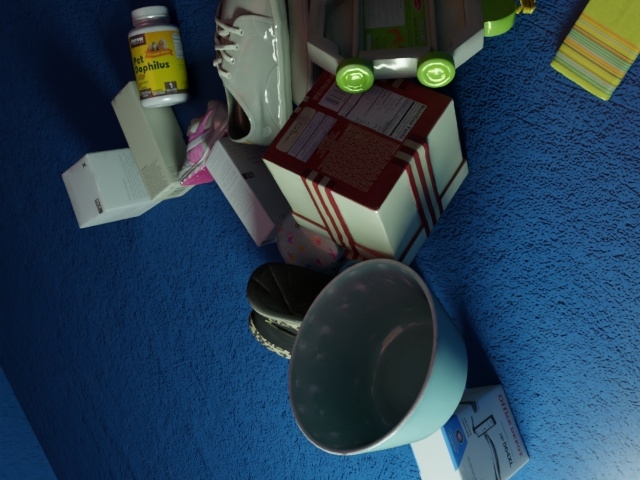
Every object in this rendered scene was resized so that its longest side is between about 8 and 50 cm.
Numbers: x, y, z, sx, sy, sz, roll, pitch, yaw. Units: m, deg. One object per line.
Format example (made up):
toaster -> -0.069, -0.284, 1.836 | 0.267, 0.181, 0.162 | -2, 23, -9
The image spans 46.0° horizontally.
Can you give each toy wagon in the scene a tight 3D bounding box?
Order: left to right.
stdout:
toy wagon -> 0.154, -0.338, 1.164 | 0.344, 0.267, 0.068 | -2, 143, 7

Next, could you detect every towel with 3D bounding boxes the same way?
towel -> 0.426, -0.320, 1.051 | 0.102, 0.021, 0.237 | 42, 127, 21

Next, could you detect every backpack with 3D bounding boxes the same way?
backpack -> 0.000, 0.000, 1.472 | 0.166, 0.144, 0.188 | 53, 137, 12

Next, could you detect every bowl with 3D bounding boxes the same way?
bowl -> 0.110, 0.199, 1.204 | 0.311, 0.163, 0.311 | -27, 51, 38

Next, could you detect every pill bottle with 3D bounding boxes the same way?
pill bottle -> -0.370, -0.417, 1.719 | 0.117, 0.117, 0.215 | -2, 100, 44

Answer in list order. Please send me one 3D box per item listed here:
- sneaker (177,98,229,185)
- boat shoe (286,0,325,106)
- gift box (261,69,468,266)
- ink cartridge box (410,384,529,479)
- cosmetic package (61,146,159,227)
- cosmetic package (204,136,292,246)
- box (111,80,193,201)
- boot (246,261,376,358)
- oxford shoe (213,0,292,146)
sneaker -> -0.248, -0.218, 1.684 | 0.252, 0.103, 0.111 | -44, 67, 35
boat shoe -> -0.011, -0.403, 1.388 | 0.112, 0.095, 0.335 | 45, 148, 42
gift box -> 0.074, -0.129, 1.243 | 0.276, 0.255, 0.258 | 32, 166, 28
ink cartridge box -> 0.253, 0.349, 1.285 | 0.086, 0.203, 0.148 | -22, 86, 43
cosmetic package -> -0.519, -0.137, 1.899 | 0.151, 0.184, 0.151 | -24, 84, 45
cosmetic package -> -0.132, -0.110, 1.582 | 0.231, 0.117, 0.085 | 54, 133, 17
box -> -0.396, -0.241, 1.814 | 0.113, 0.094, 0.275 | -28, 82, 44
boot -> 0.028, 0.171, 1.472 | 0.284, 0.377, 0.138 | 119, 167, -69
oxford shoe -> -0.140, -0.372, 1.424 | 0.169, 0.130, 0.449 | -130, 30, -51
